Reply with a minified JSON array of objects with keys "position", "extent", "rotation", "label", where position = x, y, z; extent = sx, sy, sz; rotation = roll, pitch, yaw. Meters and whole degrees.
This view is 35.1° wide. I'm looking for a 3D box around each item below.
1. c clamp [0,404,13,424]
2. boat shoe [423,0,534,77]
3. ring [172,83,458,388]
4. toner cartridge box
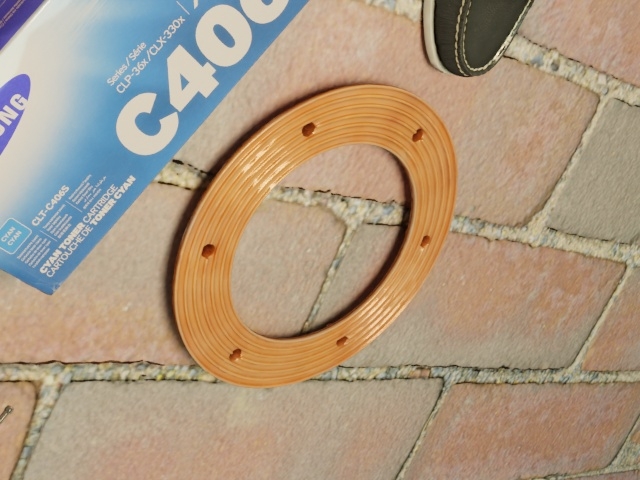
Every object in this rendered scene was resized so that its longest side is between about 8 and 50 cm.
[{"position":[-0.335,0.146,0.766],"extent":[0.160,0.022,0.137],"rotation":[43,63,-31],"label":"c clamp"},{"position":[0.177,-0.276,0.888],"extent":[0.114,0.091,0.303],"rotation":[-10,126,-36],"label":"boat shoe"},{"position":[0.000,0.000,0.988],"extent":[0.336,0.032,0.337],"rotation":[-23,132,-28],"label":"ring"},{"position":[-0.147,-0.139,0.718],"extent":[0.348,0.075,0.165],"rotation":[-49,138,0],"label":"toner cartridge box"}]
